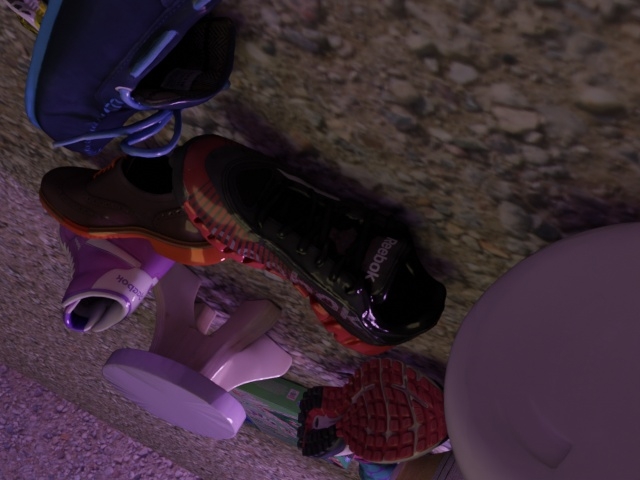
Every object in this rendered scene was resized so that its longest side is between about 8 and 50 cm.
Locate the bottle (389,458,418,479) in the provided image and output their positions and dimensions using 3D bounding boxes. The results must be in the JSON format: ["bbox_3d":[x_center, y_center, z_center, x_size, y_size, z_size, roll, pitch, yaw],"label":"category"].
[{"bbox_3d":[0.224,0.435,1.206,0.283,0.092,0.118,41,162,-17],"label":"bottle"}]

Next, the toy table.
[{"bbox_3d":[-0.168,0.152,1.064,0.274,0.160,0.252,3,142,46],"label":"toy table"}]

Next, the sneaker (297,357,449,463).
[{"bbox_3d":[0.078,0.214,0.976,0.112,0.120,0.299,10,163,-25],"label":"sneaker"}]

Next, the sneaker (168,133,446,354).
[{"bbox_3d":[0.000,0.000,0.664,0.276,0.097,0.135,40,155,-21],"label":"sneaker"}]

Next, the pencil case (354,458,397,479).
[{"bbox_3d":[0.083,0.346,1.240,0.070,0.064,0.151,-1,146,10],"label":"pencil case"}]

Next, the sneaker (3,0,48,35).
[{"bbox_3d":[-0.253,-0.199,0.671,0.035,0.031,0.083,6,144,45],"label":"sneaker"}]

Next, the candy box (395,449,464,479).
[{"bbox_3d":[0.200,0.315,0.867,0.183,0.087,0.316,34,155,-1],"label":"candy box"}]

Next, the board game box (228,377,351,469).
[{"bbox_3d":[-0.107,0.280,1.364,0.318,0.046,0.213,16,150,32],"label":"board game box"}]

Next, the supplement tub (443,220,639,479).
[{"bbox_3d":[0.238,0.163,0.533,0.228,0.228,0.316,10,147,40],"label":"supplement tub"}]

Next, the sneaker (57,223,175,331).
[{"bbox_3d":[-0.296,0.035,1.001,0.102,0.161,0.282,45,154,-28],"label":"sneaker"}]

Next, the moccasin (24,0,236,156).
[{"bbox_3d":[-0.116,-0.126,0.526,0.117,0.137,0.342,33,156,-12],"label":"moccasin"}]

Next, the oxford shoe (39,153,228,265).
[{"bbox_3d":[-0.199,-0.057,0.826,0.272,0.097,0.098,13,129,28],"label":"oxford shoe"}]
